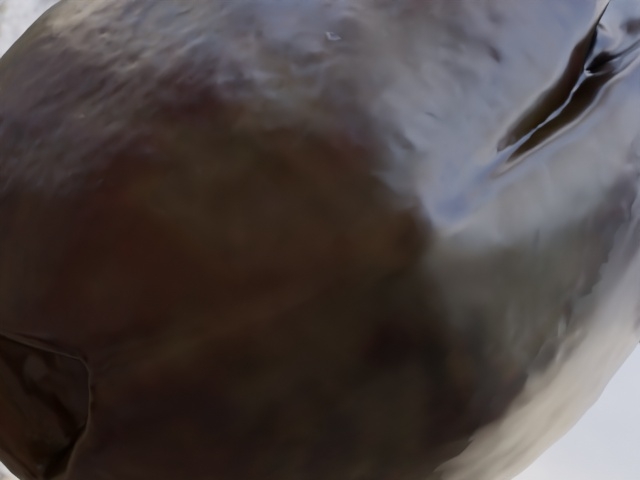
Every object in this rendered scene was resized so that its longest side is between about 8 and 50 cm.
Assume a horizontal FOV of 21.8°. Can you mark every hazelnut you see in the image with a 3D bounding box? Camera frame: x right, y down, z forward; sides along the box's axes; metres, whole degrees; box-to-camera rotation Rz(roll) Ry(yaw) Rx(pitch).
[{"bbox_3d":[0.000,0.000,0.928,0.402,0.429,0.402,54,-14,21],"label":"hazelnut"}]
